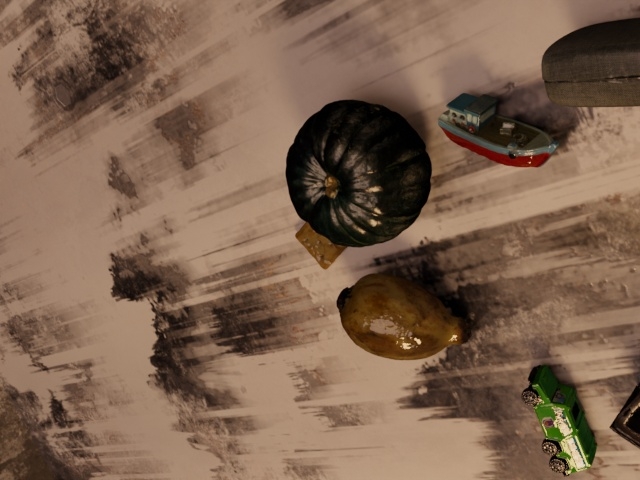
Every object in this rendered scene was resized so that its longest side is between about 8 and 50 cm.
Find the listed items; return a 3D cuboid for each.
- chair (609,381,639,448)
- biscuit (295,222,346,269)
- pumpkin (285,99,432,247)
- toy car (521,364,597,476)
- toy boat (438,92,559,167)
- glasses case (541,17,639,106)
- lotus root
[{"bbox_3d":[0.448,0.268,1.220,0.113,0.106,0.229,35,133,20],"label":"chair"},{"bbox_3d":[0.000,0.000,1.523,0.083,0.018,0.081,50,138,7],"label":"biscuit"},{"bbox_3d":[0.053,-0.096,1.310,0.221,0.162,0.220,12,113,30],"label":"pumpkin"},{"bbox_3d":[0.351,0.262,1.334,0.063,0.071,0.165,-17,103,31],"label":"toy car"},{"bbox_3d":[0.232,-0.144,1.185,0.173,0.069,0.058,30,140,32],"label":"toy boat"},{"bbox_3d":[0.399,-0.195,0.956,0.323,0.131,0.074,4,121,41],"label":"glasses case"},{"bbox_3d":[0.127,0.122,1.414,0.214,0.138,0.138,9,121,26],"label":"lotus root"}]
